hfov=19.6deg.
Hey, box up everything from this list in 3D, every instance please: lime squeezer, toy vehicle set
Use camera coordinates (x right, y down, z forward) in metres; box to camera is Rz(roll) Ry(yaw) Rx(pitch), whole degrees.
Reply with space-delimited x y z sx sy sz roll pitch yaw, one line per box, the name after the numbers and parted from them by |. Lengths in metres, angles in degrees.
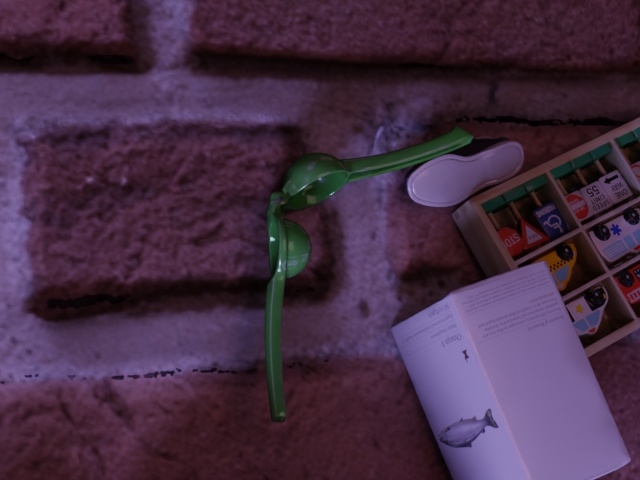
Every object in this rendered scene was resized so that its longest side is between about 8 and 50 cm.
0.000 0.000 1.486 0.110 0.059 0.310 40 61 -10 | lime squeezer
0.259 -0.005 1.641 0.267 0.035 0.166 -26 81 -33 | toy vehicle set

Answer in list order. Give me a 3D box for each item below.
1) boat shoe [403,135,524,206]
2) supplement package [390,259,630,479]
0.117 -0.062 1.588 0.125 0.038 0.046 -22 116 -31 | boat shoe
0.153 0.124 1.508 0.105 0.105 0.179 -18 80 -32 | supplement package
